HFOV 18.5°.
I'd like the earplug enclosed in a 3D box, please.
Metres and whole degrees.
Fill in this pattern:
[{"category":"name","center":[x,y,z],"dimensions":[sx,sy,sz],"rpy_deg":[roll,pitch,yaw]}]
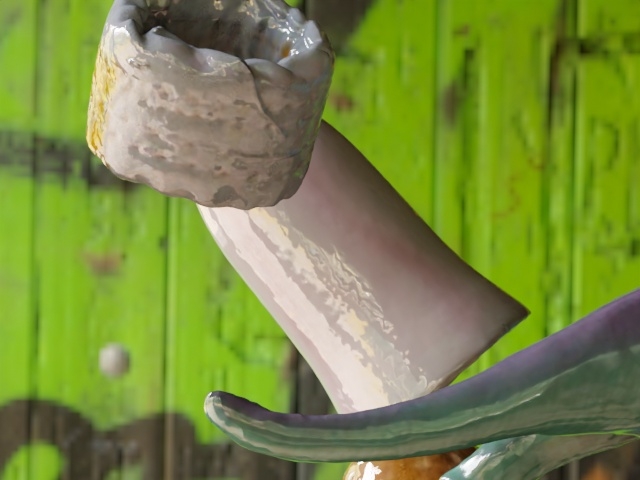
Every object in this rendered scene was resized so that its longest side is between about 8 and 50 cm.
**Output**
[{"category":"earplug","center":[0.000,0.000,1.522],"dimensions":[0.172,0.301,0.172],"rpy_deg":[-40,-7,-6]}]

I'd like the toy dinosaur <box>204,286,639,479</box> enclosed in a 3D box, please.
[{"category":"toy dinosaur","center":[0.204,0.013,0.628],"dimensions":[0.383,0.331,0.129],"rpy_deg":[33,12,-34]}]

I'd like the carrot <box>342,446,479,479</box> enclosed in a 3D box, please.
[{"category":"carrot","center":[0.067,0.183,0.776],"dimensions":[0.159,0.225,0.159],"rpy_deg":[-10,-12,-2]}]

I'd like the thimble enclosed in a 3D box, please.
[{"category":"thimble","center":[-0.072,-0.100,1.272],"dimensions":[0.151,0.117,0.127],"rpy_deg":[12,35,-7]}]
